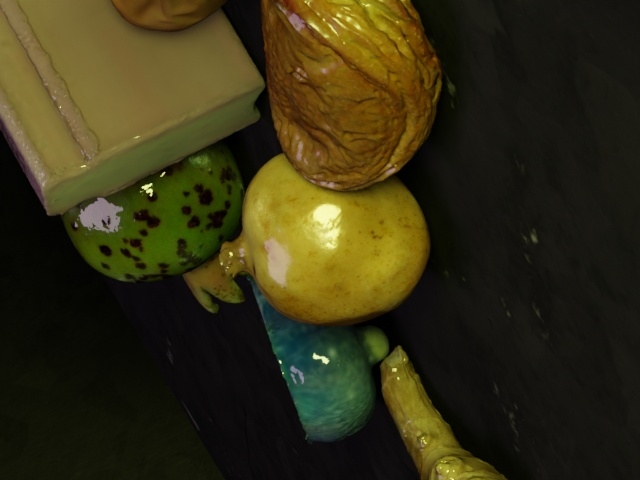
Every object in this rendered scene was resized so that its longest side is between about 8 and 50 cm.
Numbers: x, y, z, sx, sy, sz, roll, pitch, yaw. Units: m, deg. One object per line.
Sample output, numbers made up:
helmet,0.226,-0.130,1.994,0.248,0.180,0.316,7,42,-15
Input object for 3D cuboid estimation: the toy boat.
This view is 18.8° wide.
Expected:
toy boat,0.007,0.116,2.196,0.330,0.123,0.215,-177,68,-87

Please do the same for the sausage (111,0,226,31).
sausage,-0.146,-0.290,1.932,0.241,0.136,0.120,121,128,-68

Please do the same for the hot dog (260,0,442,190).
hot dog,0.016,-0.154,1.627,0.196,0.122,0.272,57,168,28

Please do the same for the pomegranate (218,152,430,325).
pomegranate,0.000,0.000,1.801,0.196,0.196,0.196,56,164,26

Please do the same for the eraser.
eraser,-0.262,-0.241,2.134,0.359,0.272,0.122,61,167,17

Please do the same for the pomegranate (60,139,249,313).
pomegranate,-0.173,-0.043,2.379,0.286,0.231,0.231,24,-173,-30

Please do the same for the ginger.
ginger,0.127,0.223,1.981,0.294,0.086,0.131,56,-178,43
